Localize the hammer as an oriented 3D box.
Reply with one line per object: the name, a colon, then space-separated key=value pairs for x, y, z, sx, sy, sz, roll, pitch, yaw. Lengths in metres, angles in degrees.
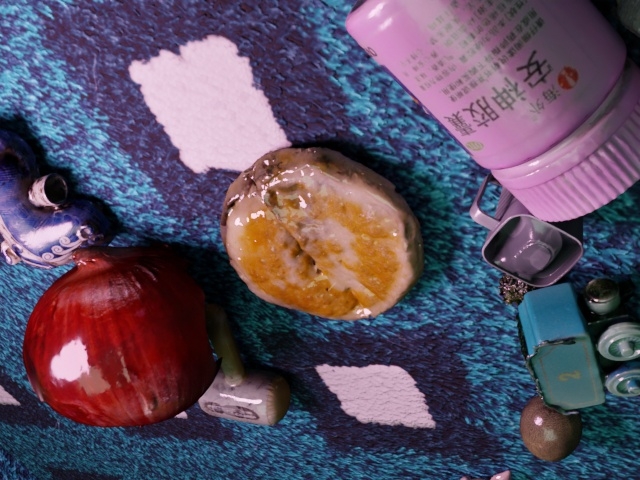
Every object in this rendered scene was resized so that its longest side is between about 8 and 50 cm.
hammer: x=-0.180 y=0.239 z=1.273 sx=0.201 sy=0.113 sz=0.305 roll=1 pitch=127 yaw=22

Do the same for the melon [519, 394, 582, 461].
melon: x=0.380 y=0.309 z=1.059 sx=0.098 sy=0.098 sz=0.131 roll=5 pitch=136 yaw=23

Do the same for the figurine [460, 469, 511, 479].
figurine: x=0.313 y=0.542 z=1.312 sx=0.155 sy=0.127 sz=0.236 roll=17 pitch=133 yaw=25

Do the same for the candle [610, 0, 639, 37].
candle: x=0.352 y=-0.185 z=0.535 sx=0.192 sy=0.168 sz=0.068 roll=15 pitch=131 yaw=11

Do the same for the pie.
pie: x=0.000 y=0.000 z=0.963 sx=0.339 sy=0.077 sz=0.339 roll=12 pitch=133 yaw=13

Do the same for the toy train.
toy train: x=0.356 y=0.141 z=0.864 sx=0.163 sy=0.112 sz=0.203 roll=-16 pitch=130 yaw=18

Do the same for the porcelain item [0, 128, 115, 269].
porcelain item: x=-0.501 y=-0.068 z=1.105 sx=0.186 sy=0.138 sz=0.288 roll=-12 pitch=127 yaw=22

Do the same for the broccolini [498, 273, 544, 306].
broccolini: x=0.315 y=0.119 z=0.931 sx=0.067 sy=0.058 sz=0.216 roll=-7 pitch=128 yaw=31

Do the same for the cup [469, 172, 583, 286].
cup: x=0.243 y=-0.030 z=0.766 sx=0.128 sy=0.129 sz=0.095 roll=27 pitch=137 yaw=1

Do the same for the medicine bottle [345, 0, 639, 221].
medicine bottle: x=0.182 y=-0.172 z=0.622 sx=0.290 sy=0.178 sz=0.178 roll=42 pitch=136 yaw=-16

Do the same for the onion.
onion: x=-0.345 y=0.172 z=1.107 sx=0.341 sy=0.341 sz=0.341 roll=14 pitch=136 yaw=14
